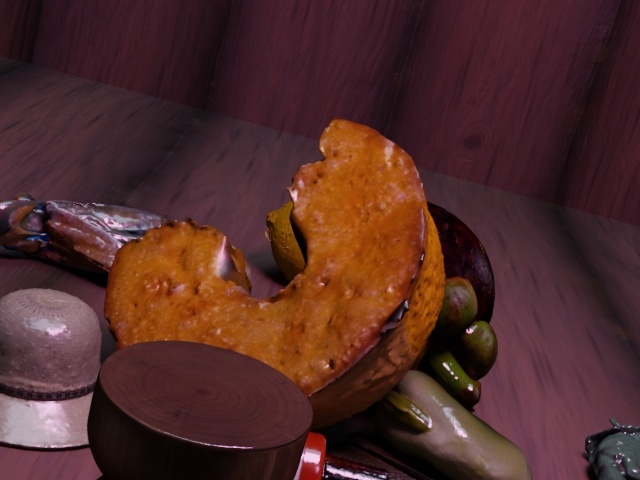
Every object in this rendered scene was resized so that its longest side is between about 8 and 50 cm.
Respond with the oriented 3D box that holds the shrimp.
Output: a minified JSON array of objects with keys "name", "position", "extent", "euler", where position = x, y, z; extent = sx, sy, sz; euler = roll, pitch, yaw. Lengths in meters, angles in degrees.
[{"name":"shrimp","position":[-0.319,0.018,1.728],"extent":[0.446,0.110,0.221],"euler":[12,26,-22]}]

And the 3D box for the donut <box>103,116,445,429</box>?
[{"name":"donut","position":[-0.040,0.076,1.358],"extent":[0.163,0.435,0.377],"euler":[53,16,-47]}]

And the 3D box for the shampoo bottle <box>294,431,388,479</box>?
[{"name":"shampoo bottle","position":[-0.063,0.251,1.195],"extent":[0.278,0.104,0.104],"euler":[14,18,-4]}]

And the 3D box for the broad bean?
[{"name":"broad bean","position":[0.169,0.249,1.368],"extent":[0.228,0.100,0.169],"euler":[28,5,-6]}]

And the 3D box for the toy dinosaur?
[{"name":"toy dinosaur","position":[0.424,0.312,1.467],"extent":[0.120,0.079,0.292],"euler":[11,14,6]}]

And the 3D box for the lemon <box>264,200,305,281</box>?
[{"name":"lemon","position":[0.000,0.000,1.902],"extent":[0.206,0.173,0.173],"euler":[16,17,-5]}]

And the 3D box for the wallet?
[{"name":"wallet","position":[0.115,0.302,1.295],"extent":[0.243,0.039,0.133],"euler":[27,17,27]}]

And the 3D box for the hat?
[{"name":"hat","position":[-0.333,0.129,1.303],"extent":[0.257,0.130,0.257],"euler":[14,17,-4]}]

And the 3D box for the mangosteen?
[{"name":"mangosteen","position":[0.117,0.089,1.562],"extent":[0.311,0.311,0.311],"euler":[14,18,-4]}]

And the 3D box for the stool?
[{"name":"stool","position":[-0.124,0.240,0.913],"extent":[0.179,0.264,0.179],"euler":[15,18,-5]}]
